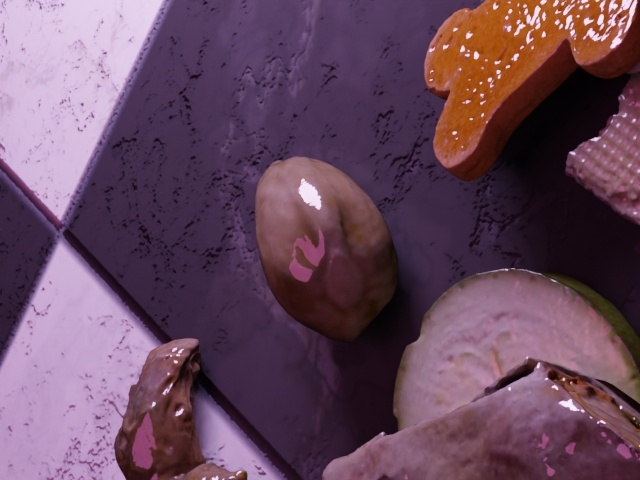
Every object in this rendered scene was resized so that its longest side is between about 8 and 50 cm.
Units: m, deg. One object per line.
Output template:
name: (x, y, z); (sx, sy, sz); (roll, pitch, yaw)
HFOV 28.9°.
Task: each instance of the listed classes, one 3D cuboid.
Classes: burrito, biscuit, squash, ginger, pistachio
burrito: (0.136, 0.171, 0.822); (0.348, 0.107, 0.175); (-26, 81, 38)
biscuit: (0.268, -0.028, 0.809); (0.239, 0.062, 0.108); (46, 112, 41)
biscuit: (0.193, -0.175, 0.888); (0.324, 0.049, 0.205); (-46, 29, 34)
squash: (0.148, 0.131, 0.908); (0.219, 0.041, 0.219); (-7, 80, 41)
ginger: (-0.120, 0.216, 1.108); (0.122, 0.084, 0.290); (-45, 52, 36)
pistachio: (0.000, 0.000, 1.038); (0.108, 0.126, 0.185); (-17, 56, -6)
